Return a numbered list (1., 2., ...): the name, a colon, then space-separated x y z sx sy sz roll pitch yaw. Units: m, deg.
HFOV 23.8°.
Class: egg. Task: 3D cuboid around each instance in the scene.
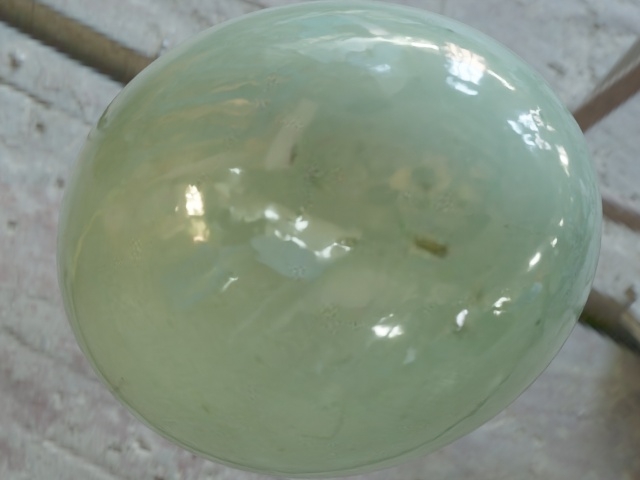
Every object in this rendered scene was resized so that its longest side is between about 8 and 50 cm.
1. egg: 0.000 0.000 0.480 0.149 0.192 0.149 10 76 -45
